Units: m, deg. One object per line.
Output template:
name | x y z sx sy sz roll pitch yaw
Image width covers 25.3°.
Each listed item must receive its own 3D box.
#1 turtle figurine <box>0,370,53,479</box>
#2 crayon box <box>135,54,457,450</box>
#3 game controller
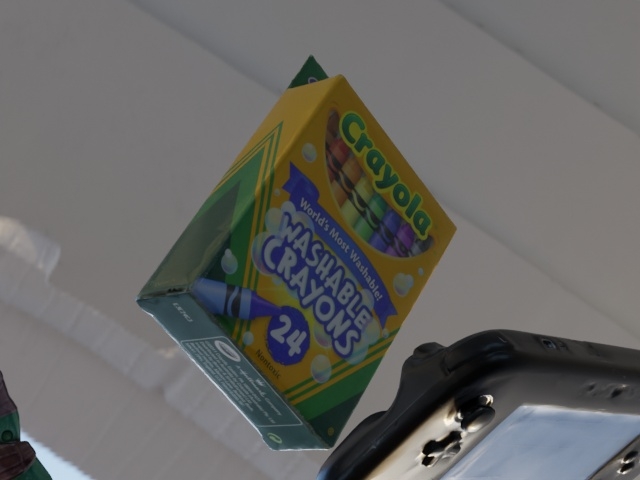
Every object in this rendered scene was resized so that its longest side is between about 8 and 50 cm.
turtle figurine | -0.179 0.201 0.883 0.175 0.118 0.234 -36 -99 37
crayon box | 0.000 0.000 1.281 0.203 0.083 0.323 51 -128 -26
game controller | 0.133 0.130 0.909 0.319 0.067 0.166 12 -60 -48
